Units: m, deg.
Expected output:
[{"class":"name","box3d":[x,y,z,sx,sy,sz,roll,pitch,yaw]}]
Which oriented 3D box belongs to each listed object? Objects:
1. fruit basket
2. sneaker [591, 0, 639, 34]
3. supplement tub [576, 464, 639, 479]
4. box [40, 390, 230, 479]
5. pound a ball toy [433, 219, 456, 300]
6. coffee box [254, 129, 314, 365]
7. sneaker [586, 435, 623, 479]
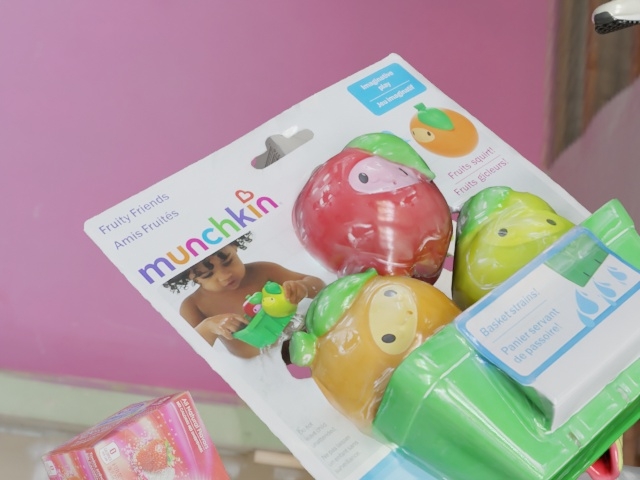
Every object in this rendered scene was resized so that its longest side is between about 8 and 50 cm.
[{"class":"fruit basket","box3d":[0.070,0.020,0.784,0.327,0.353,0.165,-32,159,-32]},{"class":"sneaker","box3d":[0.322,-0.258,1.134,0.057,0.161,0.075,-8,-80,53]},{"class":"supplement tub","box3d":[0.446,0.367,1.240,0.207,0.338,0.207,-170,-90,-78]},{"class":"box","box3d":[-0.186,0.353,1.357,0.142,0.154,0.300,-20,-85,48]},{"class":"pound a ball toy","box3d":[0.082,-0.006,1.549,0.208,0.319,0.135,2,-112,60]},{"class":"coffee box","box3d":[0.000,0.000,1.292,0.119,0.168,0.297,50,-39,29]},{"class":"sneaker","box3d":[0.227,0.170,1.077,0.081,0.208,0.094,-39,-144,36]}]
